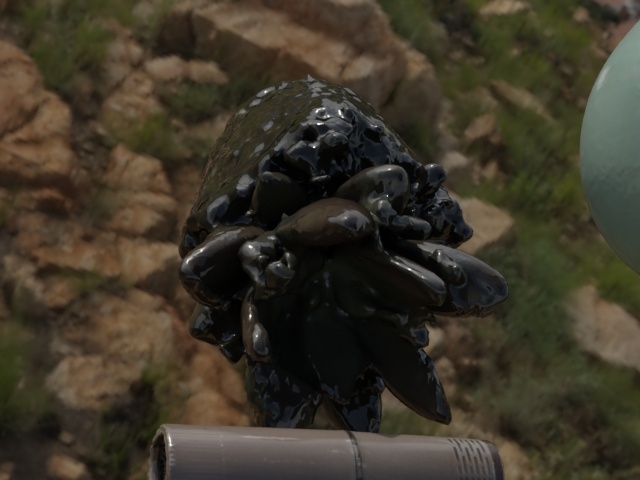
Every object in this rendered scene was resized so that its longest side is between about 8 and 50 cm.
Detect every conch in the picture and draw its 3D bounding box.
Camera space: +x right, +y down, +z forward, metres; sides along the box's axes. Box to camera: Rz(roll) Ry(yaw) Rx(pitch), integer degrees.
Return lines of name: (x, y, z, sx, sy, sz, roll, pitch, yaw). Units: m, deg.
conch: (0.234, -0.074, 0.707, 0.185, 0.221, 0.121, 8, -26, 34)

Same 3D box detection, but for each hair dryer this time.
hair dryer: (0.002, 0.211, 0.691, 0.195, 0.053, 0.220, 7, 73, -18)

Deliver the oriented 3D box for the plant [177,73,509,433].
plant: (0.000, 0.000, 0.884, 0.194, 0.181, 0.321, 38, 13, -22)
